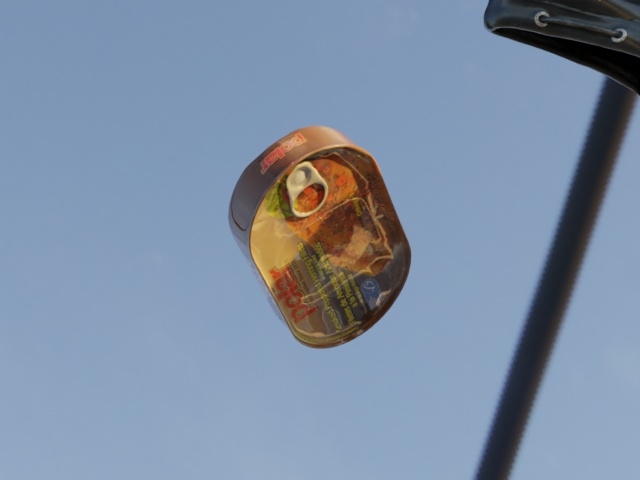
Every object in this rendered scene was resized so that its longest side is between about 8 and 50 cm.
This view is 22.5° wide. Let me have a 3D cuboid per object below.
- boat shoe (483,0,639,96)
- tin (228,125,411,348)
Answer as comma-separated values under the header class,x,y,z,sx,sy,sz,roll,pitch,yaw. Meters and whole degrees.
class,x,y,z,sx,sy,sz,roll,pitch,yaw
boat shoe,0.280,-0.127,1.268,0.340,0.127,0.113,32,-95,-5
tin,0.000,0.000,1.090,0.106,0.040,0.189,-40,-39,-14
